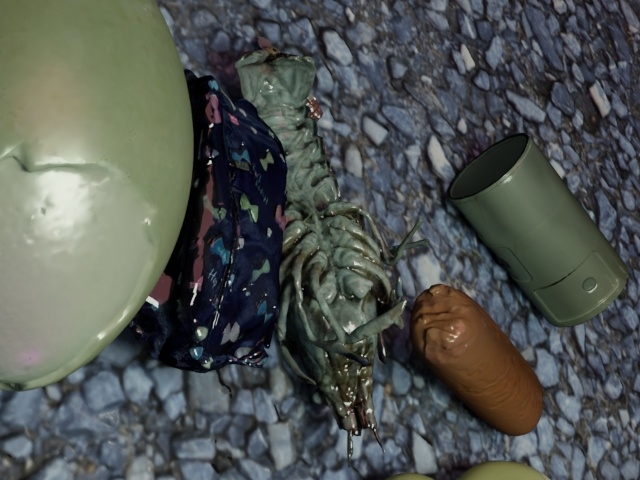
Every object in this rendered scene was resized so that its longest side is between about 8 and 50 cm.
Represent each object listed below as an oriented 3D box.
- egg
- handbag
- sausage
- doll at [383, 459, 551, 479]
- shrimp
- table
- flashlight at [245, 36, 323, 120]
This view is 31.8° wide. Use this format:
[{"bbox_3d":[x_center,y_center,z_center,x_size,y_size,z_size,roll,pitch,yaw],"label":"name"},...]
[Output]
[{"bbox_3d":[-0.226,-0.063,0.799,0.278,0.278,0.336,8,59,-43],"label":"egg"},{"bbox_3d":[-0.104,-0.014,0.978,0.162,0.113,0.260,35,56,-64],"label":"handbag"},{"bbox_3d":[0.172,0.133,1.207,0.289,0.086,0.086,44,42,-51],"label":"sausage"},{"bbox_3d":[0.147,0.293,1.146,0.296,0.117,0.141,9,66,-28],"label":"doll"},{"bbox_3d":[0.000,0.005,1.106,0.221,0.166,0.411,-10,61,-14],"label":"shrimp"},{"bbox_3d":[0.272,-0.012,1.401,0.220,0.126,0.126,49,44,-17],"label":"table"},{"bbox_3d":[-0.036,-0.175,1.238,0.110,0.031,0.052,47,44,-18],"label":"flashlight"}]
